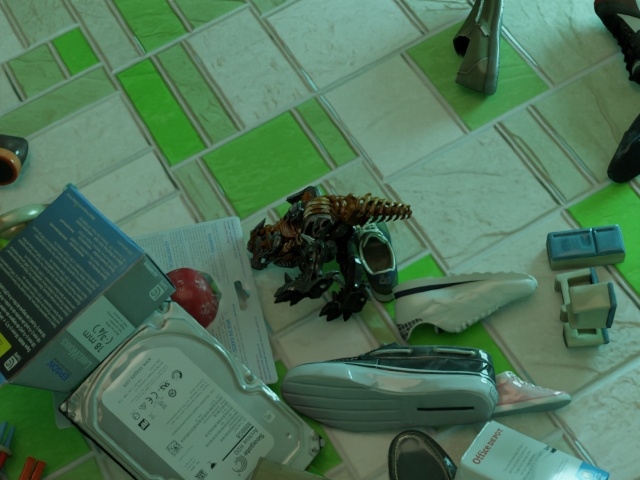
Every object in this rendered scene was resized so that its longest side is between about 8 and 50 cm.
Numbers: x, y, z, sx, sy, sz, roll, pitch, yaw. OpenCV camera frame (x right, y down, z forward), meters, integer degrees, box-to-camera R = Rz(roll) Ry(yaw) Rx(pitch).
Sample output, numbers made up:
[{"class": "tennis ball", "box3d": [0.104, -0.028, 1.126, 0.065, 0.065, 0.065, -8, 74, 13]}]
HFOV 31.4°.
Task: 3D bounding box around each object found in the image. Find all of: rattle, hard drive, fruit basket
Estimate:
[{"class": "rattle", "box3d": [-0.493, -0.005, 2.006, 0.200, 0.130, 0.142, -20, 67, -35]}, {"class": "hard drive", "box3d": [-0.190, 0.279, 1.713, 0.339, 0.064, 0.237, 44, 72, -4]}, {"class": "fruit basket", "box3d": [-0.275, 0.132, 1.867, 0.353, 0.165, 0.327, -9, 59, -12]}]

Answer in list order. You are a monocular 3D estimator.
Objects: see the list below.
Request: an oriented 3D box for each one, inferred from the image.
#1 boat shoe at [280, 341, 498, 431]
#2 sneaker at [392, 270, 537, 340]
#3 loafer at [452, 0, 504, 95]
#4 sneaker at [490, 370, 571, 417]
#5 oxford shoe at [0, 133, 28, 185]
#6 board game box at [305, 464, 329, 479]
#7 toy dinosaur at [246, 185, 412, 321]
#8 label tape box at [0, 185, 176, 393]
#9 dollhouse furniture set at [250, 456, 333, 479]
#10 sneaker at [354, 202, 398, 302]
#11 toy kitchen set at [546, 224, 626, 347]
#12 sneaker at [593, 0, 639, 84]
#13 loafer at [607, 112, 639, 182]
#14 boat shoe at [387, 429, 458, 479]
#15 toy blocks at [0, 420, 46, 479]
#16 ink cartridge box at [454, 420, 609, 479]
[{"class": "boat shoe", "box3d": [0.109, 0.221, 1.777, 0.335, 0.121, 0.119, 2, 39, 10]}, {"class": "sneaker", "box3d": [0.236, 0.103, 1.842, 0.235, 0.090, 0.094, -9, 76, 4]}, {"class": "loafer", "box3d": [0.289, -0.384, 2.099, 0.088, 0.094, 0.251, 4, 61, 6]}, {"class": "sneaker", "box3d": [0.316, 0.231, 1.763, 0.134, 0.051, 0.070, -9, 64, 8]}, {"class": "oxford shoe", "box3d": [-0.675, -0.161, 2.121, 0.272, 0.096, 0.098, 7, 41, 7]}, {"class": "board game box", "box3d": [0.027, 0.428, 1.694, 0.181, 0.043, 0.092, 34, 70, 24]}, {"class": "toy dinosaur", "box3d": [0.000, 0.000, 1.840, 0.164, 0.322, 0.218, 11, 64, -25]}, {"class": "label tape box", "box3d": [-0.419, 0.105, 1.713, 0.334, 0.106, 0.241, -44, 47, -10]}, {"class": "dollhouse furniture set", "box3d": [-0.043, 0.445, 1.568, 0.161, 0.212, 0.242, 12, 69, 27]}, {"class": "sneaker", "box3d": [0.091, 0.002, 1.907, 0.064, 0.086, 0.192, -15, 59, -1]}, {"class": "toy kitchen set", "box3d": [0.434, 0.048, 1.786, 0.122, 0.166, 0.207, -7, 60, 4]}, {"class": "sneaker", "box3d": [0.580, -0.355, 2.039, 0.135, 0.097, 0.276, -37, 63, -16]}, {"class": "loafer", "box3d": [0.547, -0.167, 1.968, 0.170, 0.062, 0.061, -47, 26, -11]}, {"class": "boat shoe", "box3d": [0.176, 0.408, 1.652, 0.116, 0.099, 0.319, -18, 59, -1]}, {"class": "toy blocks", "box3d": [-0.489, 0.364, 1.798, 0.123, 0.054, 0.148, 8, 61, 13]}, {"class": "ink cartridge box", "box3d": [0.301, 0.357, 1.642, 0.191, 0.082, 0.140, 22, 29, 20]}]
